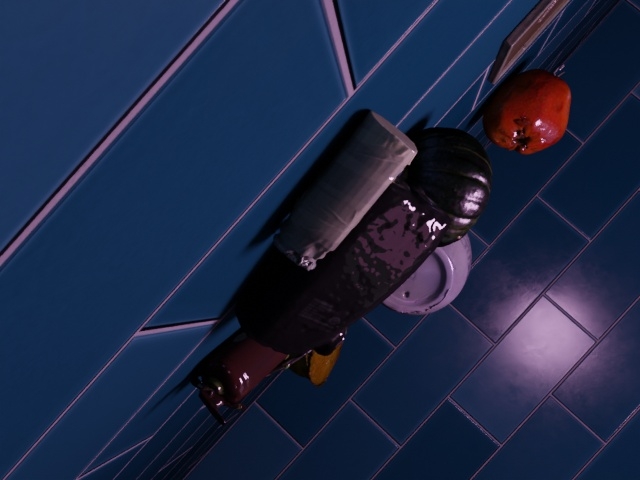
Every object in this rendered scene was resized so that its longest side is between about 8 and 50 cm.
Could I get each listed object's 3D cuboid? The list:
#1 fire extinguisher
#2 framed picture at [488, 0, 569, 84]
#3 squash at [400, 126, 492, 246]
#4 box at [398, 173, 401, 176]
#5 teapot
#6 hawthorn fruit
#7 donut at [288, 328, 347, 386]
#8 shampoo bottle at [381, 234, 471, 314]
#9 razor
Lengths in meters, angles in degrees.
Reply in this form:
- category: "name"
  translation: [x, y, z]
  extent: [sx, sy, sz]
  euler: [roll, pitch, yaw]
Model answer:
- category: "fire extinguisher"
  translation: [-0.111, 0.215, 1.257]
  extent: [0.341, 0.141, 0.105]
  euler: [-39, 141, -51]
- category: "framed picture"
  translation: [0.463, -0.468, 1.361]
  extent: [0.324, 0.020, 0.240]
  euler: [-48, 172, 2]
- category: "squash"
  translation: [0.204, -0.093, 1.205]
  extent: [0.172, 0.218, 0.218]
  euler: [11, 132, -34]
- category: "box"
  translation: [0.074, -0.086, 1.030]
  extent: [0.099, 0.054, 0.074]
  euler: [-54, 172, 35]
- category: "teapot"
  translation: [0.025, -0.062, 0.842]
  extent: [0.200, 0.077, 0.107]
  euler: [-50, -169, 16]
- category: "hawthorn fruit"
  translation: [0.565, -0.363, 1.808]
  extent: [0.299, 0.211, 0.211]
  euler: [-56, 175, -17]
- category: "donut"
  translation: [-0.015, 0.231, 1.732]
  extent: [0.272, 0.107, 0.272]
  euler: [16, 90, -73]
- category: "shampoo bottle"
  translation: [0.238, 0.034, 1.698]
  extent: [0.273, 0.273, 0.266]
  euler: [-51, 180, 25]
- category: "razor"
  translation: [0.029, 0.039, 0.999]
  extent: [0.327, 0.189, 0.107]
  euler: [-47, -143, 24]
